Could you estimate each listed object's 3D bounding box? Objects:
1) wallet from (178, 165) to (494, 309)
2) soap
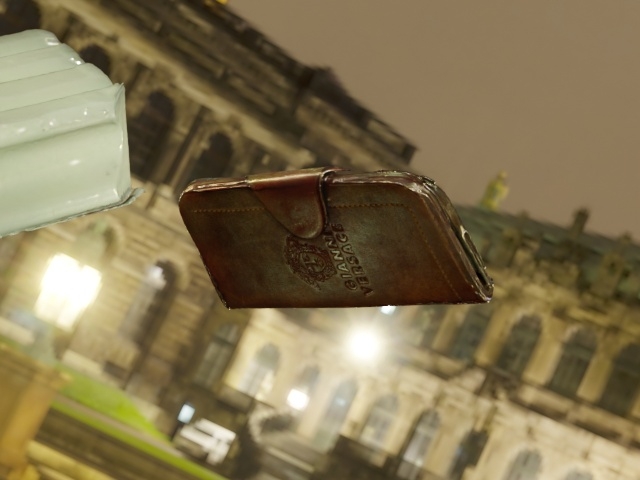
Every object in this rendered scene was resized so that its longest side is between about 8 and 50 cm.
[{"bbox_3d":[0.000,0.000,1.088,0.255,0.031,0.137,-3,-51,37],"label":"wallet"},{"bbox_3d":[-0.249,-0.051,0.856,0.261,0.094,0.150,-15,32,-28],"label":"soap"}]
